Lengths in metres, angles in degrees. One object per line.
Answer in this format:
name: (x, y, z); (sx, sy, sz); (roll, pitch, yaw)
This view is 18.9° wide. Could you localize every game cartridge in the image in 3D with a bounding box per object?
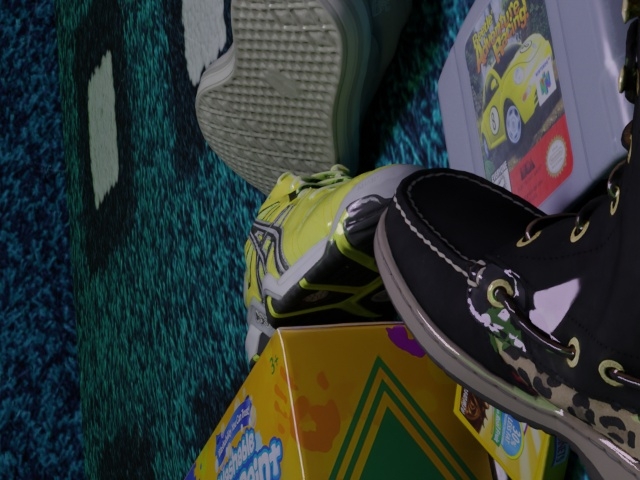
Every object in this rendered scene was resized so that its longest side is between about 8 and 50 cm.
game cartridge: (0.151, -0.094, 1.281); (0.294, 0.060, 0.196); (126, 143, -63)

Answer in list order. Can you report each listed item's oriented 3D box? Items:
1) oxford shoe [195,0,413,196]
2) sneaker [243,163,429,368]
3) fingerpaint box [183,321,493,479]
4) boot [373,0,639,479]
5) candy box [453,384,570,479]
oxford shoe: (-0.010, -0.155, 1.689); (0.130, 0.169, 0.449); (-55, -6, -23)
sneaker: (0.000, 0.000, 1.606); (0.384, 0.145, 0.147); (135, 126, -65)
fingerpaint box: (0.006, 0.320, 1.590); (0.445, 0.163, 0.371); (122, 142, -60)
boot: (0.172, -0.022, 1.017); (0.377, 0.138, 0.284); (47, 137, 48)
candy box: (0.135, 0.078, 1.291); (0.105, 0.027, 0.206); (47, 149, 35)
